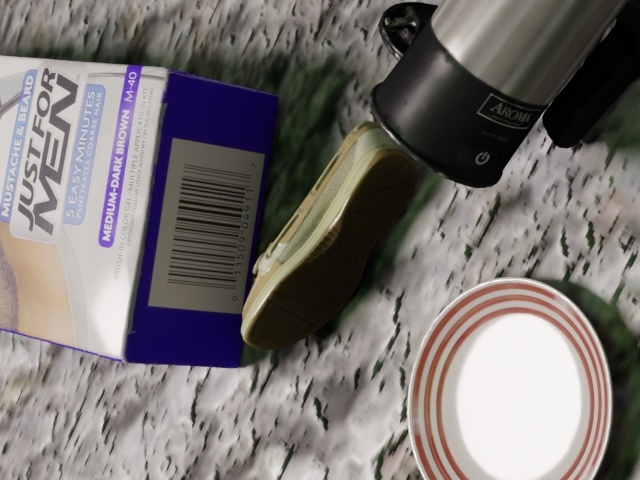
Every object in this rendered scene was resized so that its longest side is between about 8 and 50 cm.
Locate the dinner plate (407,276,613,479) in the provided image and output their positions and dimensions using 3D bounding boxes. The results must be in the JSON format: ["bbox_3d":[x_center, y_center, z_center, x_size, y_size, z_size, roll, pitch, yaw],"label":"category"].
[{"bbox_3d":[0.105,0.091,0.950,0.141,0.017,0.141,-9,76,41],"label":"dinner plate"}]

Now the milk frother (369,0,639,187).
[{"bbox_3d":[0.093,-0.123,0.920,0.143,0.129,0.135,52,122,28],"label":"milk frother"}]

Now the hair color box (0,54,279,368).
[{"bbox_3d":[-0.191,-0.030,1.188,0.338,0.110,0.185,9,90,45],"label":"hair color box"}]

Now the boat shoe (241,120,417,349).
[{"bbox_3d":[-0.001,-0.001,1.041,0.153,0.056,0.048,-57,41,19],"label":"boat shoe"}]
